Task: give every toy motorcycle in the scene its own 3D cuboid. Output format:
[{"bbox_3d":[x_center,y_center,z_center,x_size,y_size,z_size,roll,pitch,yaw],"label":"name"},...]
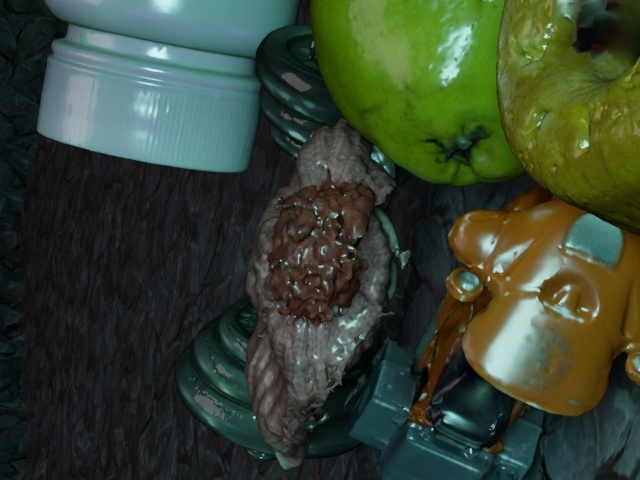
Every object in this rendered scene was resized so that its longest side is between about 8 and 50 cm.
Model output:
[{"bbox_3d":[0.122,0.059,1.173,0.221,0.148,0.325,-67,3,-48],"label":"toy motorcycle"}]

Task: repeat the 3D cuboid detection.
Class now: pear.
[{"bbox_3d":[0.097,-0.163,1.218,0.212,0.212,0.269,127,154,-57],"label":"pear"}]

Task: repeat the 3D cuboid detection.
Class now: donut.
[{"bbox_3d":[0.189,-0.110,0.995,0.226,0.114,0.226,-33,50,50],"label":"donut"}]

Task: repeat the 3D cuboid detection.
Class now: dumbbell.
[{"bbox_3d":[0.000,0.000,1.509,0.179,0.179,0.406,-115,36,-61],"label":"dumbbell"}]

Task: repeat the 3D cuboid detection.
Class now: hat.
[{"bbox_3d":[0.004,0.023,1.244,0.286,0.107,0.236,106,168,-77],"label":"hat"}]

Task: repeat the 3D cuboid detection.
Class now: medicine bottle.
[{"bbox_3d":[-0.112,-0.258,1.545,0.213,0.213,0.378,-147,68,-72],"label":"medicine bottle"}]
